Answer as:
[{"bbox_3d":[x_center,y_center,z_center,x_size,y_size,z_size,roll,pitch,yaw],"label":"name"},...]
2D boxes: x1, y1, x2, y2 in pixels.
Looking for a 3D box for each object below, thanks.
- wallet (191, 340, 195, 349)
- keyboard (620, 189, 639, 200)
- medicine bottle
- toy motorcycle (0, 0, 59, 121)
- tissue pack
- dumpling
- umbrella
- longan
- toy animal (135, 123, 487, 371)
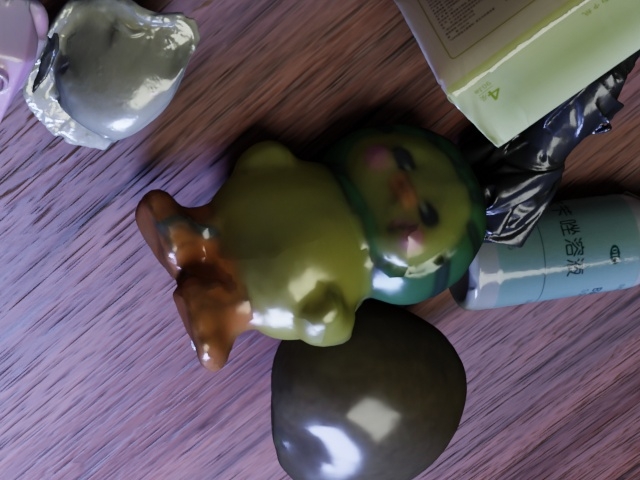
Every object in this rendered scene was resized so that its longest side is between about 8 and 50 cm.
[{"bbox_3d":[-0.119,0.092,1.742,0.044,0.011,0.083,-6,137,-20],"label":"wallet"},{"bbox_3d":[0.335,-0.007,1.848,0.049,0.015,0.129,18,124,-38],"label":"keyboard"},{"bbox_3d":[0.319,0.004,1.768,0.352,0.110,0.110,-7,137,-14],"label":"medicine bottle"},{"bbox_3d":[-0.233,-0.219,1.221,0.143,0.188,0.327,12,128,-25],"label":"toy motorcycle"},{"bbox_3d":[0.208,-0.223,1.447,0.234,0.159,0.125,-36,138,14],"label":"tissue pack"},{"bbox_3d":[-0.190,-0.157,1.381,0.127,0.108,0.188,39,128,-19],"label":"dumpling"},{"bbox_3d":[0.251,-0.133,1.600,0.118,0.118,0.340,15,127,-36],"label":"umbrella"},{"bbox_3d":[0.045,0.182,1.761,0.246,0.215,0.246,-6,113,-14],"label":"longan"},{"bbox_3d":[0.001,0.000,1.573,0.338,0.216,0.191,-19,166,-11],"label":"toy animal"}]
